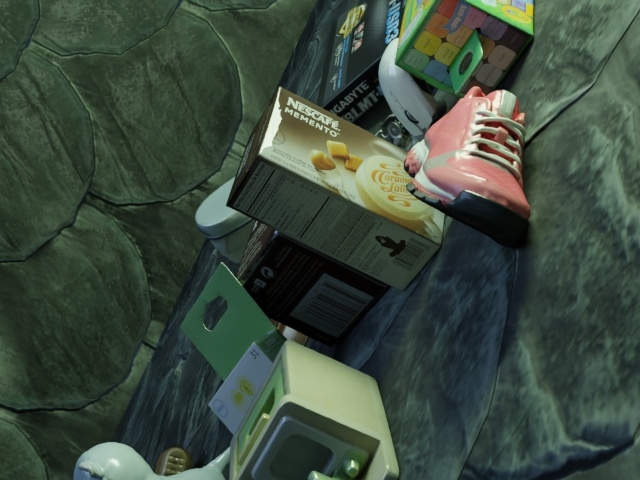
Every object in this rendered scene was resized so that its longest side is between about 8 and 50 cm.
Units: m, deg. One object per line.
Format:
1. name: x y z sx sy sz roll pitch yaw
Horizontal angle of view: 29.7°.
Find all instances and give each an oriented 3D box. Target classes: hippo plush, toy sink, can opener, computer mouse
1. hippo plush: -0.254 0.394 1.760 0.294 0.236 0.234 -66 11 -8
2. toy sink: -0.018 0.235 1.318 0.153 0.131 0.234 -61 12 15
3. can opener: 0.101 -0.116 1.766 0.095 0.076 0.283 -33 -8 -33
4. computer mouse: 0.116 -0.172 1.569 0.193 0.042 0.106 66 149 15

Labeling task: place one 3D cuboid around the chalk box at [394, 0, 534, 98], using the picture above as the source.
1. chalk box: 0.181 -0.270 1.523 0.132 0.132 0.213 -55 14 39

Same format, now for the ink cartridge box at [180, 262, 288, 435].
1. ink cartridge box: -0.104 0.170 1.620 0.056 0.235 0.171 -32 -15 -44

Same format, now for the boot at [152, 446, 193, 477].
1. boot: -0.289 0.496 2.161 0.207 0.090 0.248 112 178 -68

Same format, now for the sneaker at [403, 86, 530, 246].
1. sneaker: 0.164 -0.096 1.270 0.136 0.116 0.314 -60 12 12

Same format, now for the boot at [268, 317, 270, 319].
1. boot: -0.100 0.099 2.126 0.213 0.077 0.165 128 165 -64

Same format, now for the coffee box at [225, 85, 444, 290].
1. coffee box: 0.026 -0.063 1.479 0.098 0.246 0.141 -54 15 41

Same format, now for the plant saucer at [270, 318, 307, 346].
1. plant saucer: -0.060 0.152 1.934 0.199 0.036 0.199 -61 11 21

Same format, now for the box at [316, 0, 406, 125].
1. box: 0.126 -0.343 1.913 0.293 0.073 0.296 -38 25 32

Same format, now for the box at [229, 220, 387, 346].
1. box: 0.000 0.000 1.657 0.168 0.167 0.203 -52 16 45

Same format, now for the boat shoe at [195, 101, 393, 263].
1. boat shoe: -0.013 -0.078 1.969 0.367 0.156 0.136 -35 34 -1
